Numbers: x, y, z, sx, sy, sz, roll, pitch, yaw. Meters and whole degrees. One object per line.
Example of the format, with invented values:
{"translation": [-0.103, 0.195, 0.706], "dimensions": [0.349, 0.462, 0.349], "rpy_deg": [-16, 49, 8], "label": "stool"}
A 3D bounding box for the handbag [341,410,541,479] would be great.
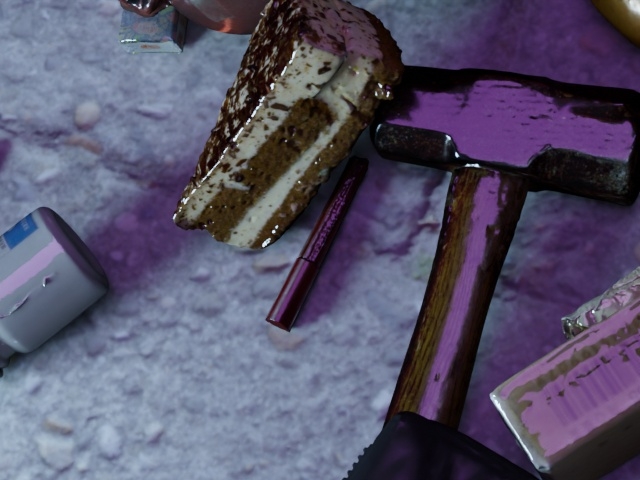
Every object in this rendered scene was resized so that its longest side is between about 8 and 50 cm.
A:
{"translation": [0.089, 0.297, 1.333], "dimensions": [0.244, 0.088, 0.275], "rpy_deg": [29, 71, 21], "label": "handbag"}

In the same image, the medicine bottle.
{"translation": [-0.287, 0.055, 1.572], "dimensions": [0.168, 0.105, 0.105], "rpy_deg": [-39, 66, -1], "label": "medicine bottle"}

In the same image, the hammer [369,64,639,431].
{"translation": [0.122, 0.045, 1.479], "dimensions": [0.242, 0.095, 0.409], "rpy_deg": [13, 77, 18], "label": "hammer"}

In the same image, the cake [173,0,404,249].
{"translation": [-0.035, -0.118, 1.538], "dimensions": [0.246, 0.112, 0.135], "rpy_deg": [-52, 31, 35], "label": "cake"}

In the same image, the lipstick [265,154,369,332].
{"translation": [0.001, 0.000, 1.560], "dimensions": [0.027, 0.027, 0.176], "rpy_deg": [23, 77, 21], "label": "lipstick"}

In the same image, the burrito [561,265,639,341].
{"translation": [0.290, 0.036, 1.463], "dimensions": [0.185, 0.041, 0.045], "rpy_deg": [-28, 91, 2], "label": "burrito"}

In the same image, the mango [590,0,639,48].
{"translation": [0.318, -0.237, 1.516], "dimensions": [0.227, 0.109, 0.147], "rpy_deg": [43, 110, 23], "label": "mango"}

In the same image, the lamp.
{"translation": [-0.081, -0.255, 1.570], "dimensions": [0.223, 0.215, 0.151], "rpy_deg": [-37, 102, -29], "label": "lamp"}

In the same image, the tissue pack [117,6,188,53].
{"translation": [-0.160, -0.226, 1.674], "dimensions": [0.063, 0.035, 0.083], "rpy_deg": [1, 71, 16], "label": "tissue pack"}

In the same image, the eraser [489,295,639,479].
{"translation": [0.308, 0.080, 1.387], "dimensions": [0.343, 0.144, 0.078], "rpy_deg": [-33, 65, 3], "label": "eraser"}
